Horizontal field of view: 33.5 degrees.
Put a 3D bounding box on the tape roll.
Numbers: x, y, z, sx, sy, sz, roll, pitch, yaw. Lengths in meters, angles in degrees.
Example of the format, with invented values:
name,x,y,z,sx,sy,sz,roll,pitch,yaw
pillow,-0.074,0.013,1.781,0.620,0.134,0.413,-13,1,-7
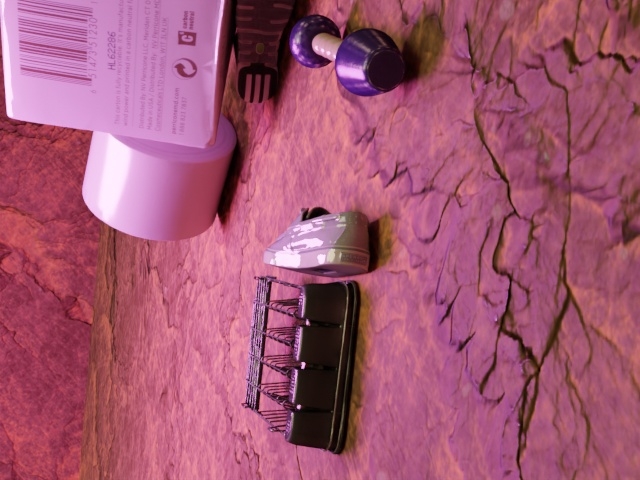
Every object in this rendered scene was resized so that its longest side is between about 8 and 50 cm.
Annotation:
name,x,y,z,sx,sy,sz,roll,pitch,yaw
tape roll,-0.283,-0.137,1.864,0.246,0.246,0.169,-109,31,-50

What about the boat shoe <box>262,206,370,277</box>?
name,x,y,z,sx,sy,sz,roll,pitch,yaw
boat shoe,-0.001,0.000,1.300,0.227,0.079,0.081,-5,73,64

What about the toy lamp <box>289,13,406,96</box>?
name,x,y,z,sx,sy,sz,roll,pitch,yaw
toy lamp,0.030,-0.220,1.262,0.275,0.080,0.080,-139,58,-67

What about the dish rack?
name,x,y,z,sx,sy,sz,roll,pitch,yaw
dish rack,-0.038,0.144,1.359,0.271,0.074,0.208,-175,92,-72

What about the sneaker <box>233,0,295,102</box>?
name,x,y,z,sx,sy,sz,roll,pitch,yaw
sneaker,-0.101,-0.340,1.653,0.132,0.086,0.228,-112,31,-58

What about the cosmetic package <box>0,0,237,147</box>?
name,x,y,z,sx,sy,sz,roll,pitch,yaw
cosmetic package,-0.291,-0.409,1.672,0.393,0.328,0.329,-86,5,-46
